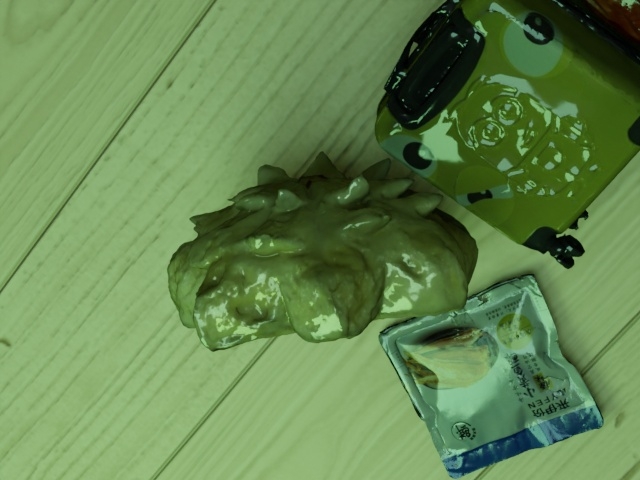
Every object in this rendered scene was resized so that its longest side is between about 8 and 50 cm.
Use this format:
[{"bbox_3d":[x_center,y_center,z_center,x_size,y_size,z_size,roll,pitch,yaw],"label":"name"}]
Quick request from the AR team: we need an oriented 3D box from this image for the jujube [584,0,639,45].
[{"bbox_3d":[0.314,-0.226,1.213,0.190,0.190,0.255,-32,114,21],"label":"jujube"}]

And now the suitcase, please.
[{"bbox_3d":[0.179,-0.120,1.284,0.235,0.143,0.194,34,121,-8],"label":"suitcase"}]

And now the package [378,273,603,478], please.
[{"bbox_3d":[0.166,0.134,1.441,0.171,0.027,0.173,-25,98,20],"label":"package"}]

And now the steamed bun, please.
[{"bbox_3d":[0.000,0.000,1.294,0.292,0.295,0.137,8,106,47],"label":"steamed bun"}]
